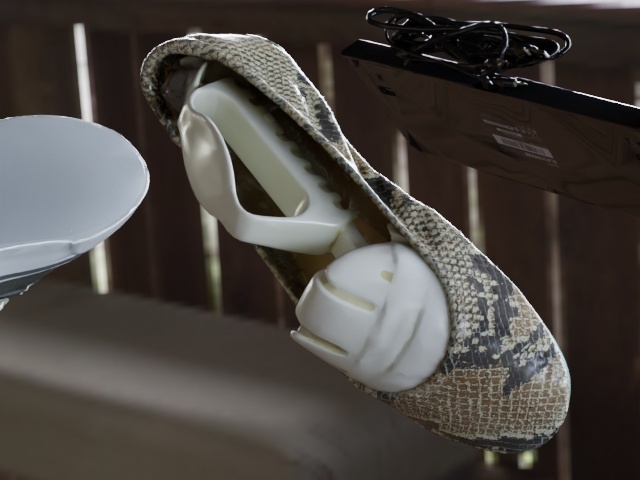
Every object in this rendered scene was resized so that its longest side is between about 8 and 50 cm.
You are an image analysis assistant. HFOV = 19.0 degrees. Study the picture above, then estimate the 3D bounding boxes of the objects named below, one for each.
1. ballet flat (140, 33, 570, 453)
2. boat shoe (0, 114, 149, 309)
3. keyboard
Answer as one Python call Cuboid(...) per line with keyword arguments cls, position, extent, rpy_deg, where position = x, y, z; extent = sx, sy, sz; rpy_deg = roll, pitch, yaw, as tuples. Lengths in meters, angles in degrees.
Cuboid(cls="ballet flat", position=(0.000, 0.000, 1.591), extent=(0.182, 0.164, 0.483), rpy_deg=(1, 42, -53))
Cuboid(cls="boat shoe", position=(-0.181, 0.004, 0.916), extent=(0.219, 0.070, 0.078), rpy_deg=(-25, 70, -36))
Cuboid(cls="keyboard", position=(0.090, -0.061, 0.810), extent=(0.192, 0.100, 0.038), rpy_deg=(20, 66, 47))
